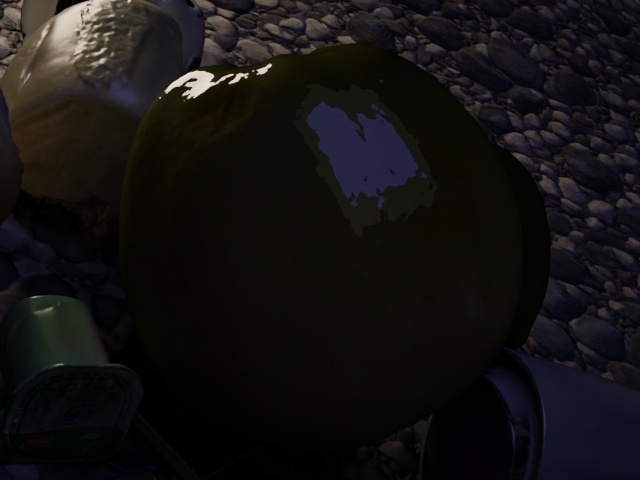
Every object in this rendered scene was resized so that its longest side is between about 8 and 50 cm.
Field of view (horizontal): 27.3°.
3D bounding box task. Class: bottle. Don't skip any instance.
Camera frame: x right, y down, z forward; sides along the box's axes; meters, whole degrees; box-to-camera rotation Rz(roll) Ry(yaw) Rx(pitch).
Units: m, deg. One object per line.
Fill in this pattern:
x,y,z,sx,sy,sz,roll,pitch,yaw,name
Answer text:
-0.200,0.075,1.640,0.060,0.060,0.217,35,36,5,bottle

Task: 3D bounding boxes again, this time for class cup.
0.320,0.290,1.604,0.371,0.253,0.253,17,37,-24,cup

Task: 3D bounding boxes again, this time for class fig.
0.186,0.018,1.813,0.316,0.316,0.316,20,36,-16,fig

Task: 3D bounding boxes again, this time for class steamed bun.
-0.318,-0.165,1.716,0.272,0.274,0.290,4,37,-10,steamed bun

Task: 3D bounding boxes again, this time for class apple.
0.000,0.000,1.469,0.473,0.474,0.474,20,36,-16,apple

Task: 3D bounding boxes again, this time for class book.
-0.124,0.177,1.598,0.191,0.025,0.269,44,37,18,book

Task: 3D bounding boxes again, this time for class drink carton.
-0.286,0.142,1.429,0.146,0.144,0.142,7,36,-31,drink carton

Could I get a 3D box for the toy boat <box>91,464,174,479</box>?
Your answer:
-0.241,0.292,1.352,0.229,0.046,0.080,-18,58,-47,toy boat

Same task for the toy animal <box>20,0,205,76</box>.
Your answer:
-0.296,-0.331,1.934,0.266,0.213,0.213,1,45,-31,toy animal

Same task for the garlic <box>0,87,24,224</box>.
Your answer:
-0.494,-0.117,1.493,0.286,0.313,0.249,11,64,-37,garlic
